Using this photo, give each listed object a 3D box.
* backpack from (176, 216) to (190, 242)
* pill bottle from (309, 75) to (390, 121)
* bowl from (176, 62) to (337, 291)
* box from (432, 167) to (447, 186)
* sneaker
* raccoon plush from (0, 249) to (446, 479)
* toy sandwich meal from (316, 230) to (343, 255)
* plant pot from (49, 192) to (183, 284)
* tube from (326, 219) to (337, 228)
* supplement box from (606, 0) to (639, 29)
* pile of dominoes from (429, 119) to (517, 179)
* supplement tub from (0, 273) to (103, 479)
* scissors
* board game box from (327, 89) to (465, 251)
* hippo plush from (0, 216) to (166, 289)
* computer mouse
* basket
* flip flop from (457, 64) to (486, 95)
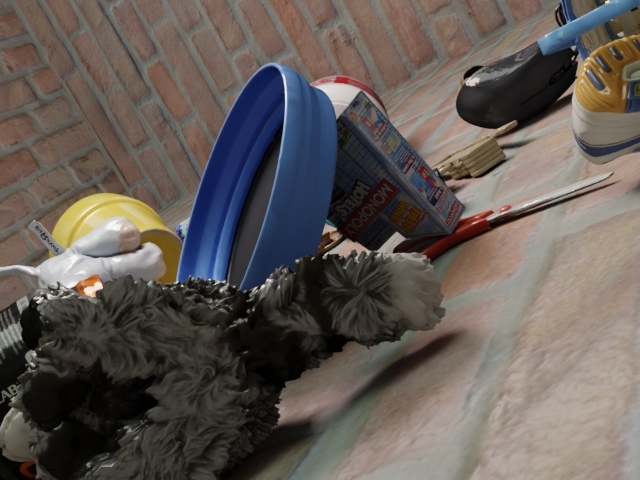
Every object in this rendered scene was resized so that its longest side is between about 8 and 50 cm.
[{"bbox_3d":[-0.197,-0.017,1.825,0.158,0.117,0.173,-37,16,-28],"label":"backpack"},{"bbox_3d":[0.033,-0.212,1.797,0.229,0.229,0.408,-28,11,8],"label":"pill bottle"},{"bbox_3d":[-0.088,-0.025,1.102,0.391,0.077,0.391,-163,90,-71],"label":"bowl"},{"bbox_3d":[0.142,-0.052,1.233,0.083,0.062,0.052,-27,13,12],"label":"box"},{"bbox_3d":[0.402,-0.160,0.916,0.296,0.112,0.131,-10,-33,0],"label":"sneaker"},{"bbox_3d":[-0.112,0.143,0.900,0.446,0.216,0.299,-6,-5,-9],"label":"raccoon plush"},{"bbox_3d":[0.000,0.000,1.452,0.085,0.029,0.085,-29,11,6],"label":"toy sandwich meal"},{"bbox_3d":[-0.400,0.037,1.830,0.254,0.254,0.239,-36,28,-29],"label":"plant pot"},{"bbox_3d":[0.062,-0.033,1.405,0.080,0.052,0.207,-39,22,-12],"label":"tube"},{"bbox_3d":[0.597,-0.460,1.505,0.194,0.129,0.191,-22,-17,37],"label":"supplement box"},{"bbox_3d":[0.211,-0.111,1.449,0.196,0.040,0.251,-34,3,-16],"label":"pile of dominoes"},{"bbox_3d":[-0.385,0.198,1.102,0.338,0.207,0.207,-33,11,-12],"label":"supplement tub"},{"bbox_3d":[0.212,-0.033,1.071,0.297,0.021,0.109,-27,9,23],"label":"scissors"},{"bbox_3d":[0.072,-0.057,1.108,0.060,0.194,0.194,-54,2,-41],"label":"board game box"},{"bbox_3d":[-0.400,0.079,1.564,0.234,0.294,0.236,-52,19,2],"label":"hippo plush"},{"bbox_3d":[0.360,-0.274,1.495,0.272,0.188,0.072,-31,43,12],"label":"computer mouse"},{"bbox_3d":[0.480,-0.353,1.299,0.254,0.201,0.289,-22,-1,39],"label":"basket"},{"bbox_3d":[0.357,-0.351,1.967,0.112,0.080,0.277,-28,11,11],"label":"flip flop"}]
